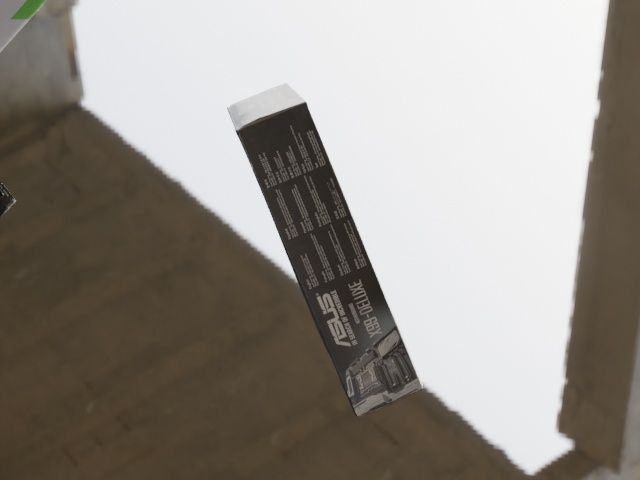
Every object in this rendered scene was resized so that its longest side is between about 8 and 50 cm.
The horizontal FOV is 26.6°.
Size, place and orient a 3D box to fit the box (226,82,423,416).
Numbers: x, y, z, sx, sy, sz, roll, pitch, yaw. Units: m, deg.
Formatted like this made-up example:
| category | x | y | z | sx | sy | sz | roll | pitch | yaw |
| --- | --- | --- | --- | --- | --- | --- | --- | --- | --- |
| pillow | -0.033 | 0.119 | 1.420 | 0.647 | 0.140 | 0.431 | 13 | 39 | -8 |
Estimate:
| category | x | y | z | sx | sy | sz | roll | pitch | yaw |
| --- | --- | --- | --- | --- | --- | --- | --- | --- | --- |
| box | 0.000 | 0.000 | 1.386 | 0.077 | 0.307 | 0.242 | -23 | -167 | -1 |

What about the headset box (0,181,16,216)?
| category | x | y | z | sx | sy | sz | roll | pitch | yaw |
| --- | --- | --- | --- | --- | --- | --- | --- | --- | --- |
| headset box | -0.401 | -0.059 | 1.584 | 0.083 | 0.062 | 0.032 | 1 | -135 | 44 |

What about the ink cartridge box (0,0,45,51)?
| category | x | y | z | sx | sy | sz | roll | pitch | yaw |
| --- | --- | --- | --- | --- | --- | --- | --- | --- | --- |
| ink cartridge box | -0.195 | -0.240 | 0.700 | 0.115 | 0.198 | 0.272 | 18 | -129 | -36 |
